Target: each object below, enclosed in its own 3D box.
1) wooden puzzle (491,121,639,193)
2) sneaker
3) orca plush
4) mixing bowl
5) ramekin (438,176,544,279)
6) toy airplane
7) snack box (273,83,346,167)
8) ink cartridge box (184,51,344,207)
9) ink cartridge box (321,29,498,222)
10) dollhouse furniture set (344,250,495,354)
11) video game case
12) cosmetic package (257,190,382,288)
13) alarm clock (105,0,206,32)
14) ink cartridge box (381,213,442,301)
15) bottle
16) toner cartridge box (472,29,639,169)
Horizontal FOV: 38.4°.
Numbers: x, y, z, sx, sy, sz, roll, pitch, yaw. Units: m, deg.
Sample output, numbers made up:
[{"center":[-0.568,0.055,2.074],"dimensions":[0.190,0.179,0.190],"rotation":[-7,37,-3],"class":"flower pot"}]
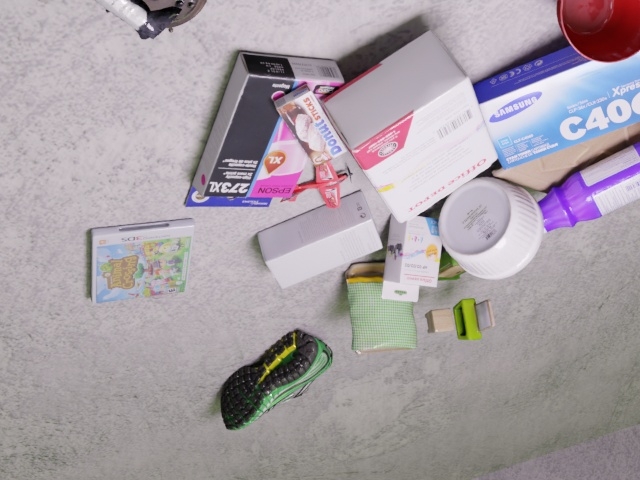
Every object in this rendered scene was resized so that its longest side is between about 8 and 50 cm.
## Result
[{"center":[0.560,-0.216,1.870],"dimensions":[0.322,0.080,0.348],"rotation":[13,137,-38],"class":"wooden puzzle"},{"center":[-0.106,0.360,2.237],"dimensions":[0.343,0.134,0.146],"rotation":[-37,142,21],"class":"sneaker"},{"center":[-0.295,-0.386,1.178],"dimensions":[0.287,0.151,0.102],"rotation":[33,78,-21],"class":"orca plush"},{"center":[0.466,-0.390,1.537],"dimensions":[0.181,0.098,0.181],"rotation":[-3,104,-10],"class":"mixing bowl"},{"center":[0.339,-0.032,1.878],"dimensions":[0.207,0.207,0.109],"rotation":[-37,145,21],"class":"ramekin"},{"center":[-0.009,-0.104,1.762],"dimensions":[0.151,0.028,0.151],"rotation":[-13,143,-10],"class":"toy airplane"},{"center":[-0.015,-0.190,1.546],"dimensions":[0.064,0.022,0.178],"rotation":[-28,145,6],"class":"snack box"},{"center":[-0.107,-0.164,1.610],"dimensions":[0.175,0.069,0.371],"rotation":[-1,142,-27],"class":"ink cartridge box"},{"center":[0.163,-0.187,1.602],"dimensions":[0.226,0.131,0.306],"rotation":[-33,153,4],"class":"ink cartridge box"},{"center":[0.219,0.131,2.015],"dimensions":[0.301,0.198,0.151],"rotation":[-3,166,-20],"class":"dollhouse furniture set"},{"center":[-0.348,0.042,1.789],"dimensions":[0.193,0.023,0.212],"rotation":[-6,142,-19],"class":"video game case"},{"center":[0.000,0.000,1.860],"dimensions":[0.231,0.085,0.117],"rotation":[-20,144,3],"class":"cosmetic package"},{"center":[-0.211,-0.373,1.282],"dimensions":[0.129,0.064,0.192],"rotation":[10,132,-36],"class":"alarm clock"},{"center":[0.195,0.040,1.933],"dimensions":[0.104,0.181,0.061],"rotation":[7,180,-34],"class":"ink cartridge box"},{"center":[0.562,-0.099,1.884],"dimensions":[0.283,0.092,0.118],"rotation":[-27,148,16],"class":"bottle"},{"center":[0.463,-0.263,1.657],"dimensions":[0.348,0.075,0.165],"rotation":[-20,128,20],"class":"toner cartridge box"}]
